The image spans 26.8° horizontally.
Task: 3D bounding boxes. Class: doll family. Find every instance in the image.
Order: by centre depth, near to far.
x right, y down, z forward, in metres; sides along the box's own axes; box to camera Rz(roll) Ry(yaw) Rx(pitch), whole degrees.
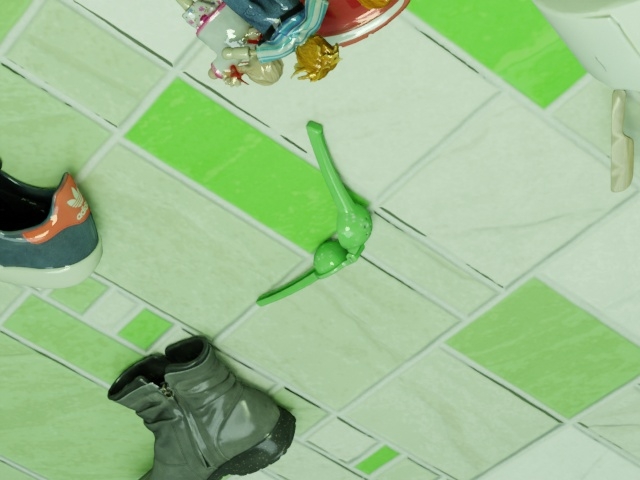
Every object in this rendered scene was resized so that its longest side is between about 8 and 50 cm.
[{"bbox_3d":[-0.023,-0.241,1.270,0.263,0.118,0.163,-42,97,14],"label":"doll family"}]

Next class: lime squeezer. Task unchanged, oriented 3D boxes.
[{"bbox_3d":[0.000,0.000,1.618,0.110,0.059,0.310,13,135,-5],"label":"lime squeezer"}]

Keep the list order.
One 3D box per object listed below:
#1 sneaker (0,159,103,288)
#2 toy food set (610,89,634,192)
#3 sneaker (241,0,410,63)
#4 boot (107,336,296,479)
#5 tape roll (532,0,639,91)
[{"bbox_3d":[-0.443,-0.027,1.619,0.350,0.131,0.148,-3,126,4],"label":"sneaker"},{"bbox_3d":[0.413,-0.130,1.433,0.218,0.071,0.128,-7,108,12],"label":"toy food set"},{"bbox_3d":[-0.025,-0.259,1.353,0.221,0.087,0.128,-15,131,20],"label":"sneaker"},{"bbox_3d":[-0.220,0.267,1.883,0.338,0.118,0.223,-37,117,22],"label":"boot"},{"bbox_3d":[0.318,-0.264,1.158,0.286,0.286,0.100,-26,126,29],"label":"tape roll"}]
